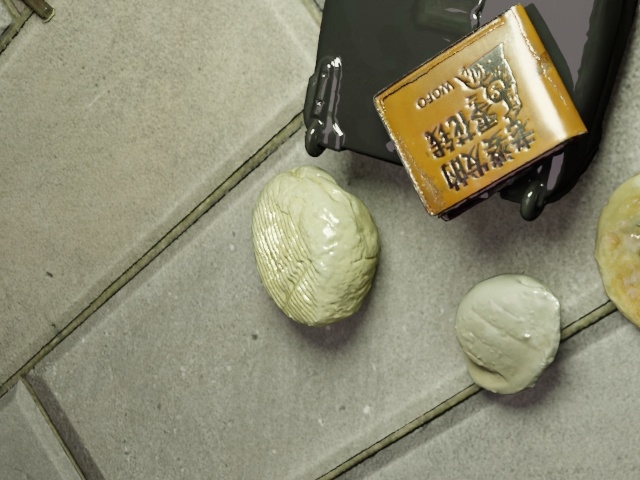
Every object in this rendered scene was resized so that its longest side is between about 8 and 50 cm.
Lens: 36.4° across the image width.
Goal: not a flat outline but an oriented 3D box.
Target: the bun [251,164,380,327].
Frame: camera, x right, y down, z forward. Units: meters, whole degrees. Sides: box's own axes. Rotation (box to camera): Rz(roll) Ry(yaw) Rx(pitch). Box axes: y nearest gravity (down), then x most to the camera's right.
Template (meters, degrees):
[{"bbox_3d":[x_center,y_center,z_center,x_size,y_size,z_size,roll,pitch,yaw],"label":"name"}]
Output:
[{"bbox_3d":[0.000,0.000,1.312,0.220,0.134,0.220,30,127,51],"label":"bun"}]

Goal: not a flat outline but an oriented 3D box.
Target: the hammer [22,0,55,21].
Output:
[{"bbox_3d":[-0.537,-0.454,1.591,0.297,0.027,0.125,44,124,15],"label":"hammer"}]

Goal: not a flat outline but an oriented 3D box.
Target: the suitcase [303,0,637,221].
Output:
[{"bbox_3d":[0.167,-0.226,1.129,0.345,0.188,0.339,20,112,28],"label":"suitcase"}]

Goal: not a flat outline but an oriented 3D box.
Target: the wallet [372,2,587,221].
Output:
[{"bbox_3d":[0.164,-0.129,1.029,0.195,0.042,0.161,-31,81,30],"label":"wallet"}]

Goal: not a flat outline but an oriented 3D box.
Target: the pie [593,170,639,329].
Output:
[{"bbox_3d":[0.415,0.030,1.122,0.218,0.052,0.185,28,120,25],"label":"pie"}]

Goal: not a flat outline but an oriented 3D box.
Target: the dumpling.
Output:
[{"bbox_3d":[0.239,0.115,1.220,0.176,0.092,0.150,-17,89,34],"label":"dumpling"}]
